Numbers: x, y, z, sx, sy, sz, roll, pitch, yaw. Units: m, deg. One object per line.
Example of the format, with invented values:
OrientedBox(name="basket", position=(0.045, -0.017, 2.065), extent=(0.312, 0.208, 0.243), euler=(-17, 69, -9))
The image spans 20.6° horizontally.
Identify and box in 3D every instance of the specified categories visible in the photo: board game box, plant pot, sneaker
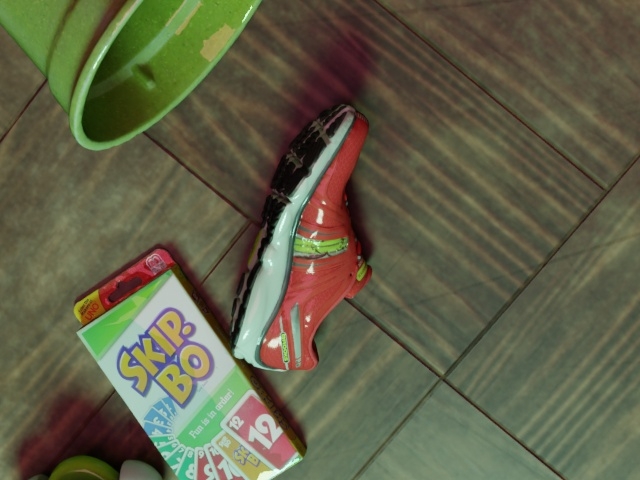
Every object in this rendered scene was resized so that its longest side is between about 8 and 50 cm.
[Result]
OrientedBox(name="board game box", position=(-0.137, 0.145, 1.792), extent=(0.124, 0.039, 0.259), euler=(-34, 92, 13))
OrientedBox(name="plant pot", position=(-0.217, -0.269, 1.623), extent=(0.254, 0.276, 0.276), euler=(41, 105, 12))
OrientedBox(name="sneaker", position=(0.000, 0.000, 1.722), extent=(0.118, 0.107, 0.279), euler=(17, 107, -13))

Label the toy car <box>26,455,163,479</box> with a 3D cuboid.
OrientedBox(name="toy car", position=(-0.236, 0.314, 1.787), extent=(0.159, 0.136, 0.182), euler=(-9, 100, 11))
